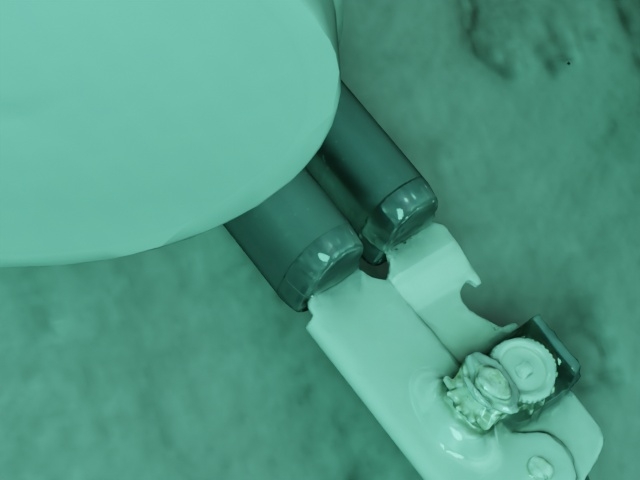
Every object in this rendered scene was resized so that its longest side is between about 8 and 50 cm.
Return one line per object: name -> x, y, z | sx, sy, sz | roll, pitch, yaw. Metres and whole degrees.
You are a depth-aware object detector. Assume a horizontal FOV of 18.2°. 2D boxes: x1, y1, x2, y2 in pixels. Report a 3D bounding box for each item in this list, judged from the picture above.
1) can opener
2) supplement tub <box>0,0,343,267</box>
can opener -> 0.000, 0.000, 0.762 | 0.074, 0.093, 0.280 | -31, 78, -31
supplement tub -> -0.102, -0.173, 0.661 | 0.228, 0.228, 0.316 | 8, 58, -22
